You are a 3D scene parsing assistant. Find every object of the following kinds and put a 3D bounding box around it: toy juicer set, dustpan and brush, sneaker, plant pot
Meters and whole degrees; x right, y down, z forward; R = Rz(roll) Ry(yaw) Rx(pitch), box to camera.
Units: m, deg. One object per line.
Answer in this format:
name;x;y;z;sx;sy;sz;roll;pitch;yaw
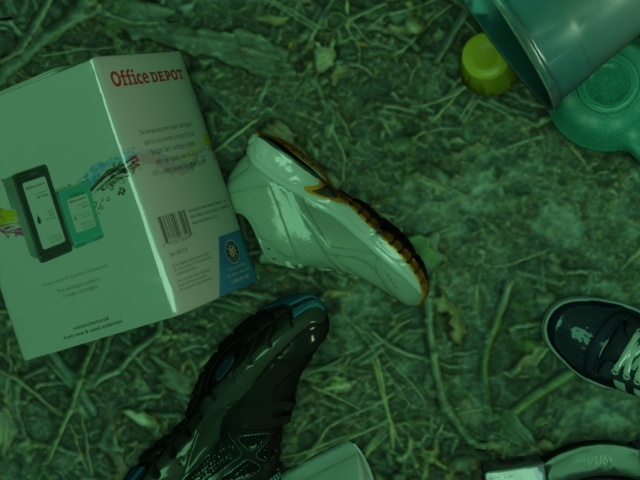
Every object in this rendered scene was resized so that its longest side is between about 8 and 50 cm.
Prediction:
toy juicer set;0.331;-0.195;1.602;0.329;0.089;0.209;29;91;12
dustpan and brush;0.013;0.343;1.627;0.147;0.211;0.060;-28;134;7
sneaker;0.000;0.000;1.633;0.262;0.099;0.121;40;102;8
sneaker;0.374;0.147;1.585;0.282;0.153;0.099;29;93;1
sneaker;-0.085;0.209;1.641;0.140;0.125;0.341;35;101;-13
plant pot;0.254;-0.312;1.444;0.255;0.271;0.271;-35;91;4

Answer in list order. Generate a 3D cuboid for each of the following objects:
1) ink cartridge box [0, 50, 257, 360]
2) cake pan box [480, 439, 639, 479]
ink cartridge box;-0.228;-0.043;1.557;0.197;0.198;0.270;-17;92;24
cake pan box;0.316;0.352;1.644;0.246;0.070;0.266;-7;92;1
